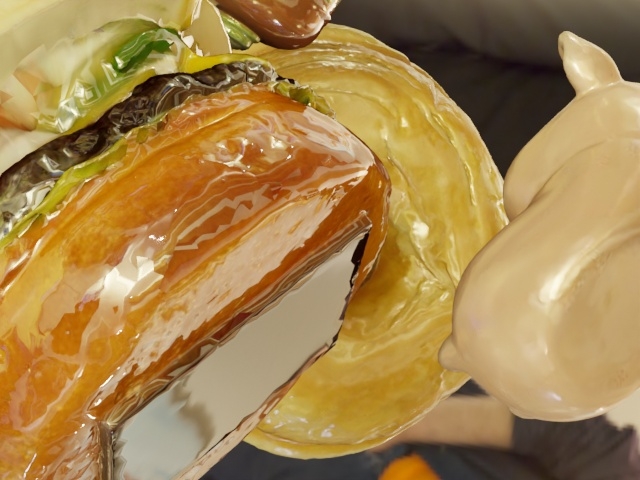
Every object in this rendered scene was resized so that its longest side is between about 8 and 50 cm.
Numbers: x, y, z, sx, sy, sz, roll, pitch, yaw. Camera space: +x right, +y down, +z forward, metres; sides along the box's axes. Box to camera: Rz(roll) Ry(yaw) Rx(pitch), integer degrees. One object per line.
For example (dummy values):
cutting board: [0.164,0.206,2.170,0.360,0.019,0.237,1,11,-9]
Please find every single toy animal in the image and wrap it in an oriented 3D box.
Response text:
toy animal: [0.182,0.001,0.834,0.250,0.166,0.154,-62,-163,-19]

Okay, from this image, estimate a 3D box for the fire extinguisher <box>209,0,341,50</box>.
fire extinguisher: [-0.026,-0.273,0.928,0.376,0.200,0.113,-58,-168,-1]

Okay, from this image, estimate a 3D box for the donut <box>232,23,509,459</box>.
donut: [0.000,0.000,1.270,0.198,0.448,0.449,180,-80,-72]

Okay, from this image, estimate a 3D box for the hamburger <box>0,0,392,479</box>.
hamburger: [-0.116,-0.004,0.619,0.291,0.225,0.291,-40,158,-20]
